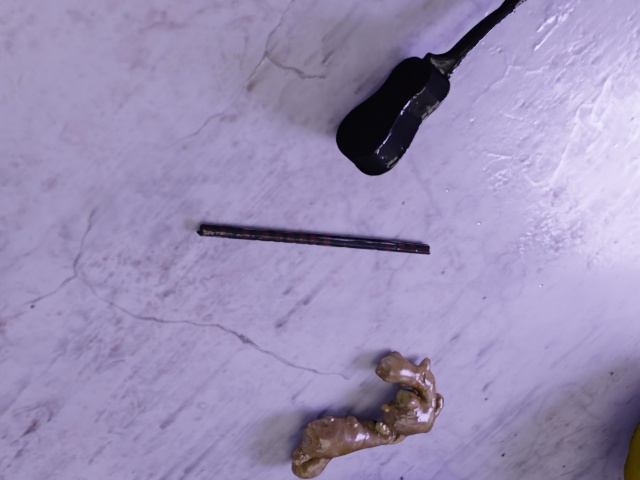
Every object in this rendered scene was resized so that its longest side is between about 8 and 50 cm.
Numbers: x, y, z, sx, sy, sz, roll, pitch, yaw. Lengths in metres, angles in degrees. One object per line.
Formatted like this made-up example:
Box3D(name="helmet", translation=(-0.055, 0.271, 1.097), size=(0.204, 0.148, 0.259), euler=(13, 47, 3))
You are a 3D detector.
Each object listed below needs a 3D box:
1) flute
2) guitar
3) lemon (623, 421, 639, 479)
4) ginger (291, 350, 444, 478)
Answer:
Box3D(name="flute", translation=(0.000, 0.000, 0.969), size=(0.270, 0.014, 0.014), euler=(5, 120, -26))
Box3D(name="guitar", translation=(0.122, -0.173, 0.871), size=(0.271, 0.084, 0.038), euler=(-46, 126, 4))
Box3D(name="lemon", translation=(0.586, 0.351, 1.277), size=(0.336, 0.336, 0.336), euler=(-11, 126, -16))
Box3D(name="ginger", translation=(0.065, 0.223, 1.125), size=(0.176, 0.052, 0.193), euler=(14, 115, -24))
